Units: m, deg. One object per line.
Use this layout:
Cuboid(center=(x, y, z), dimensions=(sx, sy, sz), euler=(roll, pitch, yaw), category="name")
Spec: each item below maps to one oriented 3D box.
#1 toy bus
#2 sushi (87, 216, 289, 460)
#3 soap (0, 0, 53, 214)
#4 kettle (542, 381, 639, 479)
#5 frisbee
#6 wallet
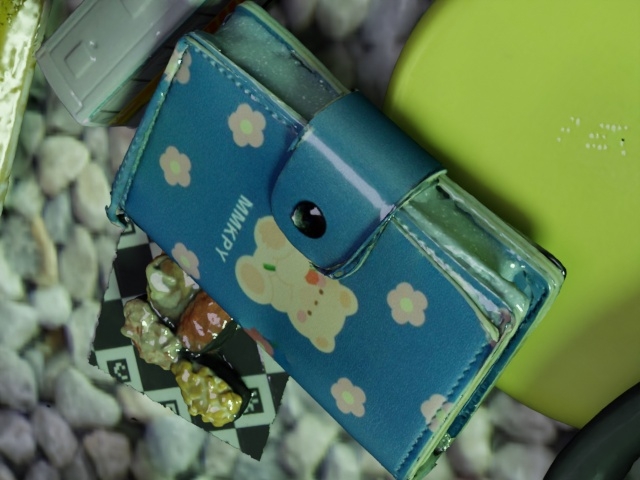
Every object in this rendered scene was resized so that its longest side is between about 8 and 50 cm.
Cuboid(center=(-0.058, -0.121, 0.701), dimensions=(0.172, 0.072, 0.057), euler=(-41, 76, 28), category="toy bus")
Cuboid(center=(-0.067, 0.037, 0.764), dimensions=(0.120, 0.026, 0.126), euler=(27, 111, 22), category="sushi")
Cuboid(center=(-0.218, -0.148, 0.776), dimensions=(0.160, 0.080, 0.258), euler=(25, 112, 21), category="soap")
Cuboid(center=(0.198, 0.131, 0.575), dimensions=(0.232, 0.144, 0.202), euler=(-34, 80, 33), category="kettle")
Cuboid(center=(0.127, -0.018, 0.633), dimensions=(0.236, 0.017, 0.236), euler=(12, 114, 27), category="frisbee")
Cuboid(center=(-0.001, 0.000, 0.674), dimensions=(0.202, 0.059, 0.141), euler=(43, 129, 16), category="wallet")
